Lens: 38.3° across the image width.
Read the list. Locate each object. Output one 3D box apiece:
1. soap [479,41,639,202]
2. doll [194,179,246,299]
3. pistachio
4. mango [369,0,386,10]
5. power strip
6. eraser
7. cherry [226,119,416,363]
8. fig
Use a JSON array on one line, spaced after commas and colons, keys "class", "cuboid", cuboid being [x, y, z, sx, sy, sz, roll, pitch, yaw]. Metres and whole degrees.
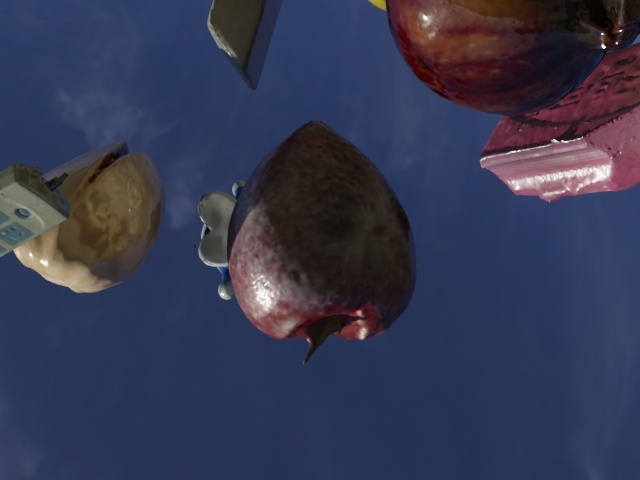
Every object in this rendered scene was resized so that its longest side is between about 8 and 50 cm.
[{"class": "soap", "cuboid": [0.410, -0.173, 1.355, 0.127, 0.325, 0.220, 44, -115, -26]}, {"class": "doll", "cuboid": [-0.142, 0.002, 1.617, 0.161, 0.257, 0.215, 6, -99, 20]}, {"class": "pistachio", "cuboid": [-0.336, -0.042, 1.378, 0.193, 0.214, 0.318, 24, -144, -1]}, {"class": "mango", "cuboid": [0.140, -0.346, 1.262, 0.191, 0.085, 0.122, 13, -134, -26]}, {"class": "power strip", "cuboid": [-0.340, -0.010, 0.911, 0.227, 0.080, 0.029, -28, -128, 13]}, {"class": "eraser", "cuboid": [-0.088, -0.403, 1.332, 0.077, 0.111, 0.352, 15, -96, 4]}, {"class": "cherry", "cuboid": [0.000, 0.000, 1.107, 0.230, 0.203, 0.300, 3, -107, -22]}, {"class": "fig", "cuboid": [0.174, -0.219, 0.833, 0.235, 0.235, 0.214, -24, -107, -29]}]
